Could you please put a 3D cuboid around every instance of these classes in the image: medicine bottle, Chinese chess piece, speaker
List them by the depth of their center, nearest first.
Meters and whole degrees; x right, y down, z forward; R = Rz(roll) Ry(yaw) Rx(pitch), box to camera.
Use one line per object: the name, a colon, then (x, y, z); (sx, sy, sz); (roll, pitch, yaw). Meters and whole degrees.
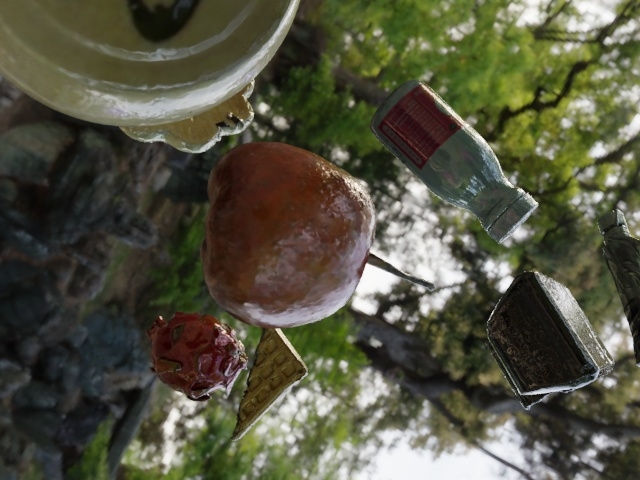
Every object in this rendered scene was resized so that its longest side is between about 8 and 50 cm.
Chinese chess piece: (-0.136, -0.209, 0.668); (0.257, 0.257, 0.104); (-62, -163, -11)
medicine bottle: (0.162, -0.094, 1.146); (0.090, 0.217, 0.090); (-42, 168, -11)
speaker: (0.339, 0.177, 1.507); (0.184, 0.180, 0.388); (-34, 163, 14)

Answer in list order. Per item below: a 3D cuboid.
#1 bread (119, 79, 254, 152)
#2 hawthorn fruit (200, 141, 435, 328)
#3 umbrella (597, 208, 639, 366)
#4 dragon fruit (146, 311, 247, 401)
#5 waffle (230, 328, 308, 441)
bread: (-0.268, -0.277, 1.695); (0.054, 0.316, 0.316); (-58, -172, 49)
hawthorn fruit: (-0.038, -0.016, 1.173); (0.262, 0.231, 0.235); (-24, 158, 9)
umbrella: (0.344, 0.051, 1.025); (0.050, 0.046, 0.188); (-23, -126, 24)
dragon fruit: (-0.194, 0.170, 1.411); (0.133, 0.165, 0.136); (-36, 145, -51)
waffle: (-0.092, 0.193, 1.303); (0.153, 0.097, 0.023); (-46, 157, 13)
